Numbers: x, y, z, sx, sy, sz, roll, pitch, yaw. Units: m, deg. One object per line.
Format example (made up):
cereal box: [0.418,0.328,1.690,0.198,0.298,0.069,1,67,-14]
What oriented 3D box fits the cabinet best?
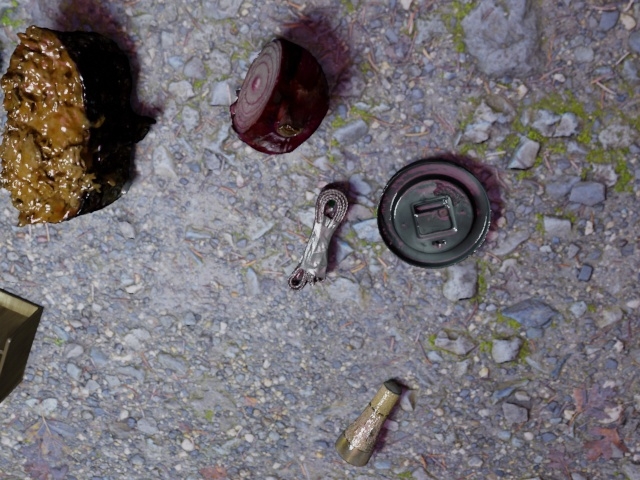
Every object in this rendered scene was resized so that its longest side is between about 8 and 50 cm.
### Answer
cabinet: [-0.734,0.229,1.412,0.174,0.148,0.215,24,113,-4]

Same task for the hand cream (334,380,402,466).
hand cream: [0.110,0.389,1.427,0.084,0.084,0.203,27,105,-5]

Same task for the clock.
clock: [0.214,-0.051,1.252,0.214,0.042,0.215,2,112,5]

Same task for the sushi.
sushi: [-0.438,-0.200,1.180,0.234,0.207,0.349,11,110,10]

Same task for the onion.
onion: [-0.056,-0.224,1.122,0.139,0.218,0.195,27,108,-34]

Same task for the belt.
belt: [0.000,0.000,1.290,0.071,0.053,0.232,20,112,-3]
